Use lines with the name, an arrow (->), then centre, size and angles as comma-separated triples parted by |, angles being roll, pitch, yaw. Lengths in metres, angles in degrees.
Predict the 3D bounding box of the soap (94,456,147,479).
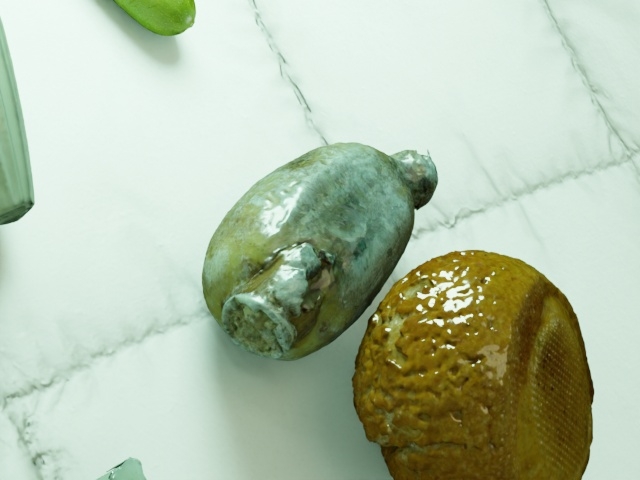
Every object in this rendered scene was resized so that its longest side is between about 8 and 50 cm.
soap -> -0.208, 0.259, 1.307 | 0.063, 0.198, 0.114 | 43, 46, -12

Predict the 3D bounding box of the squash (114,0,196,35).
squash -> -0.212, -0.293, 1.690 | 0.201, 0.066, 0.066 | 43, 48, -10

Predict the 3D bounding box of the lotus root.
lotus root -> -0.002, 0.001, 1.637 | 0.175, 0.175, 0.349 | 51, 43, -3

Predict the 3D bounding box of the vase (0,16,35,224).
vase -> -0.335, -0.132, 1.479 | 0.128, 0.128, 0.248 | -20, 88, -42

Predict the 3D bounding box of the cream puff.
cream puff -> 0.148, 0.154, 1.614 | 0.303, 0.212, 0.303 | 0, 90, -59
